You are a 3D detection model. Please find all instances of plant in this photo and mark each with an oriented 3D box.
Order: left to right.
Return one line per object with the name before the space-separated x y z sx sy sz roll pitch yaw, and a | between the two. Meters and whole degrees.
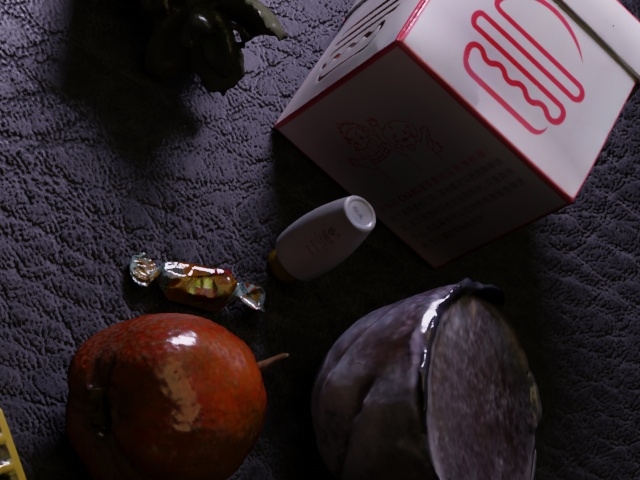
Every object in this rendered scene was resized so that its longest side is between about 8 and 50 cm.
plant | -0.138 -0.341 2.065 0.213 0.215 0.312 18 64 -31

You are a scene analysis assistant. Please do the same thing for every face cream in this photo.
face cream | 0.000 0.000 2.032 0.051 0.182 0.072 -39 92 -38

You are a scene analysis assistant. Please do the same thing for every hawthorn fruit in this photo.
hawthorn fruit | -0.142 0.172 1.852 0.262 0.210 0.210 -11 77 -44

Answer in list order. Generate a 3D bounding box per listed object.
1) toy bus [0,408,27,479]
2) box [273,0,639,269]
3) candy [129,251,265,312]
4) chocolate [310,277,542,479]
toy bus | -0.331 0.339 1.706 0.123 0.121 0.335 -12 77 -45
box | 0.184 -0.195 2.160 0.312 0.314 0.300 41 56 -14
candy | -0.137 0.052 2.004 0.182 0.046 0.053 15 61 -27
chocolate | 0.104 0.205 1.999 0.303 0.213 0.303 22 64 -56
